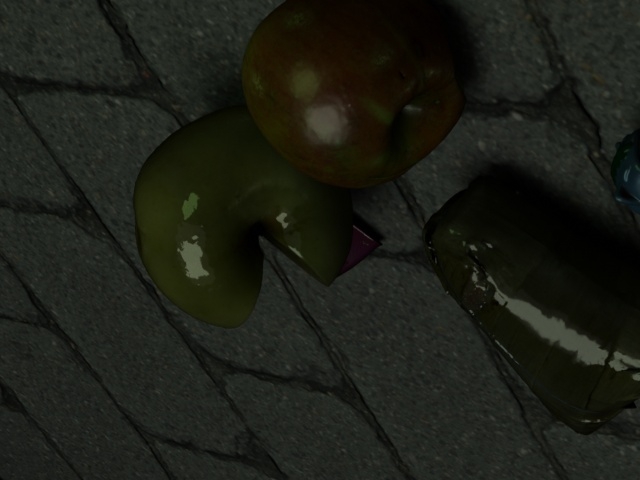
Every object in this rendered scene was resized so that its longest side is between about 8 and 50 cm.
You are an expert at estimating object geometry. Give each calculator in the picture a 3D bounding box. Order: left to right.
[{"bbox_3d":[0.000,0.000,2.615,0.126,0.034,0.190,35,152,-8],"label":"calculator"}]

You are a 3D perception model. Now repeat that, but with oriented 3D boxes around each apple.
[{"bbox_3d":[-0.103,-0.033,2.411,0.292,0.292,0.254,50,176,-28],"label":"apple"},{"bbox_3d":[0.034,-0.189,2.138,0.226,0.246,0.246,39,157,29],"label":"apple"}]

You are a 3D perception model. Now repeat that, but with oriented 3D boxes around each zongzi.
[{"bbox_3d":[0.268,0.101,2.376,0.356,0.174,0.393,35,157,4],"label":"zongzi"}]

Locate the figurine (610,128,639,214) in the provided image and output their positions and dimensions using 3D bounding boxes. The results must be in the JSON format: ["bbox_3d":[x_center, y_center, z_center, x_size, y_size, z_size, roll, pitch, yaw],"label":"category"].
[{"bbox_3d":[0.413,-0.073,2.034,0.178,0.114,0.144,25,145,-10],"label":"figurine"}]
